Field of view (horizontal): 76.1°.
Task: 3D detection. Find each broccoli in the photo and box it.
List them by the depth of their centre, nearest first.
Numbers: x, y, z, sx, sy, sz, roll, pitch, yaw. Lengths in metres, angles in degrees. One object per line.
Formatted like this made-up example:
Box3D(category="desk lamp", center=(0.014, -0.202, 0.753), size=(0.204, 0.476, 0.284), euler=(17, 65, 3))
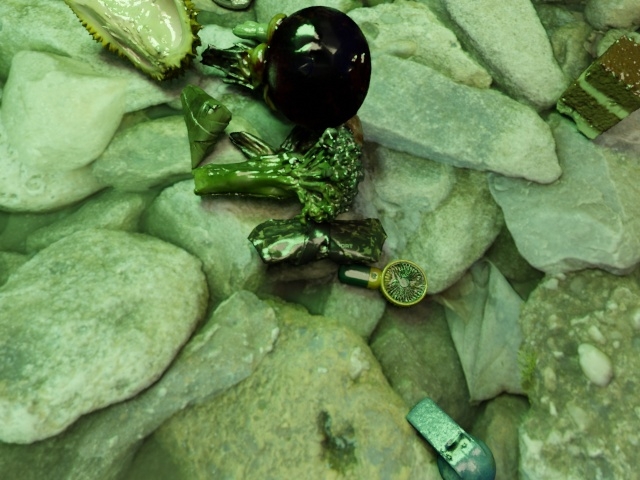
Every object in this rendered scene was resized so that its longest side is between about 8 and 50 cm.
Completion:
Box3D(category="broccoli", center=(-0.077, -0.113, 0.705), size=(0.304, 0.145, 0.165), euler=(-4, 26, 8))

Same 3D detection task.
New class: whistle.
Box3D(category="whistle", center=(0.206, 0.323, 0.620), size=(0.090, 0.090, 0.158), euler=(-31, 37, -17))

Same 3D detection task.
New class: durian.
Box3D(category="durian", center=(-0.318, -0.411, 0.770), size=(0.250, 0.138, 0.183), euler=(33, 101, 3))

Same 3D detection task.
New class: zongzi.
Box3D(category="zongzi", center=(-0.251, -0.225, 0.776), size=(0.154, 0.062, 0.130), euler=(40, 105, 26))

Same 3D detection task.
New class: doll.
Box3D(category="doll", center=(-0.105, -0.422, 0.857), size=(0.150, 0.077, 0.115), euler=(21, 30, 11))

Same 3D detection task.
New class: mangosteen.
Box3D(category="mangosteen", center=(-0.027, -0.290, 0.696), size=(0.230, 0.194, 0.194), euler=(17, 66, 26))

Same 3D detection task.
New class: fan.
Box3D(category="fan", center=(0.106, 0.068, 0.714), size=(0.155, 0.039, 0.082), euler=(13, 69, 2))

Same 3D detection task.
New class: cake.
Box3D(category="cake", center=(0.611, -0.318, 0.869), size=(0.134, 0.147, 0.135), euler=(-42, 80, -18))

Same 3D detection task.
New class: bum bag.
Box3D(category="bum bag", center=(0.000, 0.000, 0.704), size=(0.248, 0.069, 0.102), euler=(-4, 27, -8))

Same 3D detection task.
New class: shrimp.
Box3D(category="shrimp", center=(-0.089, -0.245, 0.792), size=(0.365, 0.071, 0.233), euler=(28, 74, -2))

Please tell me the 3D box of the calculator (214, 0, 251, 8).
Box3D(category="calculator", center=(-0.183, -0.592, 0.921), size=(0.100, 0.032, 0.175), euler=(21, 68, 0))
